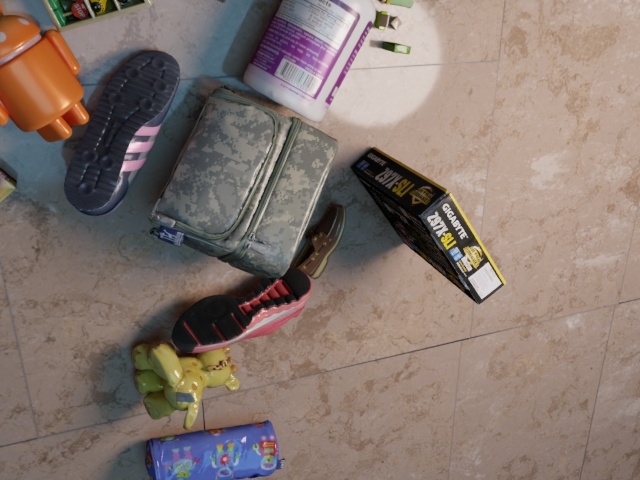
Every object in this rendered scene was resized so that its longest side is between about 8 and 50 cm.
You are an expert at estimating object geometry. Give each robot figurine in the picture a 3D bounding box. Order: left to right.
[{"bbox_3d":[-0.476,-0.264,1.027,0.158,0.128,0.219,-32,120,-2],"label":"robot figurine"}]

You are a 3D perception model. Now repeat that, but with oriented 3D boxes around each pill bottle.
[{"bbox_3d":[-0.004,-0.384,1.156,0.169,0.169,0.301,24,100,-29],"label":"pill bottle"}]

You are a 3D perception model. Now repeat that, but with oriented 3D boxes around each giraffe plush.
[{"bbox_3d":[-0.269,0.276,1.339,0.170,0.210,0.181,-24,117,-47],"label":"giraffe plush"}]

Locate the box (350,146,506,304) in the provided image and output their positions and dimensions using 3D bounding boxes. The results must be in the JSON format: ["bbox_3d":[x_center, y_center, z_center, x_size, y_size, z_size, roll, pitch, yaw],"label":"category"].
[{"bbox_3d":[0.211,-0.040,1.304,0.079,0.322,0.257,-41,120,-1],"label":"box"}]

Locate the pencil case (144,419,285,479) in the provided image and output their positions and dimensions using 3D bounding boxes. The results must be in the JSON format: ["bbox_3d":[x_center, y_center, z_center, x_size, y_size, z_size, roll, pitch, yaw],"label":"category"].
[{"bbox_3d":[-0.243,0.496,1.451,0.306,0.119,0.133,-2,89,-21],"label":"pencil case"}]

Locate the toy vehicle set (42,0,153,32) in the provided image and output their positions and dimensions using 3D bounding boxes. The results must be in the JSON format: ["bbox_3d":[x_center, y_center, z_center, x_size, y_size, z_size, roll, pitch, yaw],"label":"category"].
[{"bbox_3d":[-0.390,-0.473,0.978,0.166,0.035,0.267,-14,126,8],"label":"toy vehicle set"}]

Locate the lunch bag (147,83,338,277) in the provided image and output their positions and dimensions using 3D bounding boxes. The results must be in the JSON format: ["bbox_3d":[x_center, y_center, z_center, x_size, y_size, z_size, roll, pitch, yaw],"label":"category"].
[{"bbox_3d":[-0.146,-0.100,1.168,0.256,0.212,0.305,25,81,-14],"label":"lunch bag"}]

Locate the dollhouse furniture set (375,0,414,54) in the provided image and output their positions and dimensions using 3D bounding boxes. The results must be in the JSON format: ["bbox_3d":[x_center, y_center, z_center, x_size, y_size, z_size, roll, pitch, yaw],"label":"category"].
[{"bbox_3d":[0.158,-0.452,1.259,0.076,0.058,0.151,1,111,-24],"label":"dollhouse furniture set"}]

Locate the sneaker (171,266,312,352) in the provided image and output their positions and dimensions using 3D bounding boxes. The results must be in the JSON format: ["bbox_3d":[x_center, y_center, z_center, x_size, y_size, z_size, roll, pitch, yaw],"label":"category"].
[{"bbox_3d":[-0.156,0.176,1.345,0.314,0.116,0.136,-21,144,-22],"label":"sneaker"}]

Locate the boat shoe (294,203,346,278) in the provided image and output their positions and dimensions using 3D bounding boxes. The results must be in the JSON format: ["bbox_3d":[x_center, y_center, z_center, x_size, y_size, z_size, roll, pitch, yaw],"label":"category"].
[{"bbox_3d":[0.000,0.000,1.379,0.060,0.064,0.178,19,107,-26],"label":"boat shoe"}]

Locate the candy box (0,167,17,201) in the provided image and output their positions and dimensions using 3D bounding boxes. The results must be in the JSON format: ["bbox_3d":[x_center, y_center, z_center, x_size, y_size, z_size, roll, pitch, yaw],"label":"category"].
[{"bbox_3d":[-0.632,-0.070,1.087,0.187,0.053,0.109,-43,121,-3],"label":"candy box"}]

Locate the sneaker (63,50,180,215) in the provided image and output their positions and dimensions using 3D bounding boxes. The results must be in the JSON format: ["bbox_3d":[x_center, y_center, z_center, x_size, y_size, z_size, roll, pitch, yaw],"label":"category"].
[{"bbox_3d":[-0.351,-0.189,1.140,0.112,0.131,0.319,29,79,-3],"label":"sneaker"}]

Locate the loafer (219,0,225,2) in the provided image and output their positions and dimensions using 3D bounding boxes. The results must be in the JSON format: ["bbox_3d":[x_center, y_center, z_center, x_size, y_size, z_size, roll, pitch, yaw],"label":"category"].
[{"bbox_3d":[-0.272,-0.473,1.061,0.267,0.096,0.084,29,117,-23],"label":"loafer"}]
